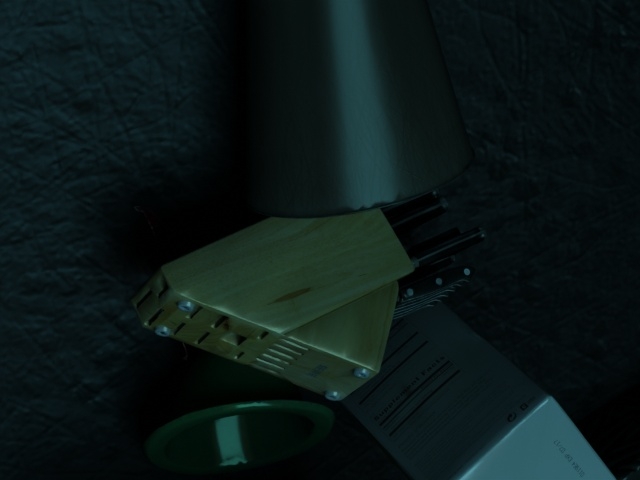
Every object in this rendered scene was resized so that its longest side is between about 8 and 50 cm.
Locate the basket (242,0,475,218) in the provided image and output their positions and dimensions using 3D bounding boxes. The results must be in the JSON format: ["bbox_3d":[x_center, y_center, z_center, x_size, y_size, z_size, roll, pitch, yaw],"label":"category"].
[{"bbox_3d":[0.016,-0.156,1.580,0.204,0.154,0.227,-16,114,-13],"label":"basket"}]

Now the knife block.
[{"bbox_3d":[0.000,0.000,1.641,0.276,0.088,0.242,21,61,-15],"label":"knife block"}]

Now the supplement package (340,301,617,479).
[{"bbox_3d":[0.129,0.170,1.718,0.134,0.244,0.139,-42,123,-4],"label":"supplement package"}]

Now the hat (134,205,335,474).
[{"bbox_3d":[-0.085,0.091,1.715,0.173,0.183,0.208,-4,156,-16],"label":"hat"}]

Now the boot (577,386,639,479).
[{"bbox_3d":[0.282,0.336,1.933,0.348,0.131,0.260,-31,122,-10],"label":"boot"}]
